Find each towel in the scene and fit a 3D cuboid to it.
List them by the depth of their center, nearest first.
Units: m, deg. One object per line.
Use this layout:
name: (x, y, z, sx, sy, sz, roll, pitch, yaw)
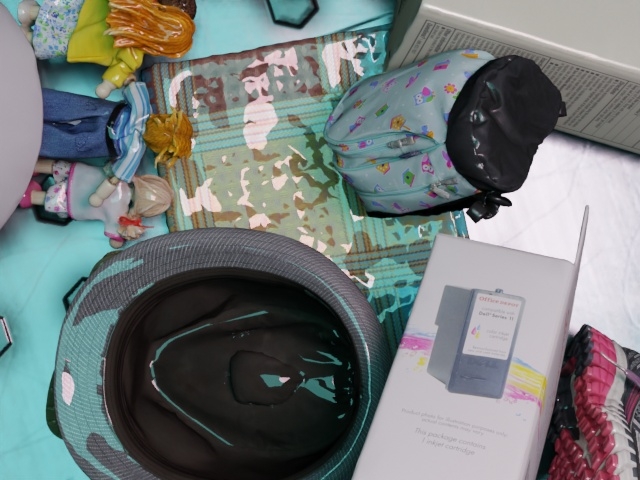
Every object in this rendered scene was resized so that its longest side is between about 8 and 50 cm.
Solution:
towel: (0.000, 0.000, 1.317, 0.271, 0.040, 0.370, -11, 88, -5)

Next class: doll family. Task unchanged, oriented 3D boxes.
doll family: (-0.183, -0.126, 1.251, 0.163, 0.118, 0.263, 6, 88, 14)

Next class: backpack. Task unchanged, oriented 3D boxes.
backpack: (0.095, -0.088, 1.220, 0.152, 0.182, 0.115, -49, 117, -39)

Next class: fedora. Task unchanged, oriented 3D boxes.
fedora: (-0.073, 0.114, 1.221, 0.275, 0.124, 0.243, -2, 84, 6)

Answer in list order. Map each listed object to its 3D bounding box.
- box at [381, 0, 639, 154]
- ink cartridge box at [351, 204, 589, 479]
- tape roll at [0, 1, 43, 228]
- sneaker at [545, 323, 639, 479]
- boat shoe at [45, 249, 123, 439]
box: (0.225, -0.176, 1.268, 0.311, 0.148, 0.121, 16, 69, -8)
ink cartridge box: (0.116, 0.143, 1.145, 0.119, 0.207, 0.353, 12, 48, 12)
tape roll: (-0.381, -0.105, 1.221, 0.286, 0.100, 0.286, -1, 87, 16)
sneaker: (0.256, 0.183, 1.210, 0.112, 0.299, 0.121, 24, 125, -5)
boat shoe: (-0.194, 0.092, 1.289, 0.064, 0.060, 0.178, 18, 99, -6)
